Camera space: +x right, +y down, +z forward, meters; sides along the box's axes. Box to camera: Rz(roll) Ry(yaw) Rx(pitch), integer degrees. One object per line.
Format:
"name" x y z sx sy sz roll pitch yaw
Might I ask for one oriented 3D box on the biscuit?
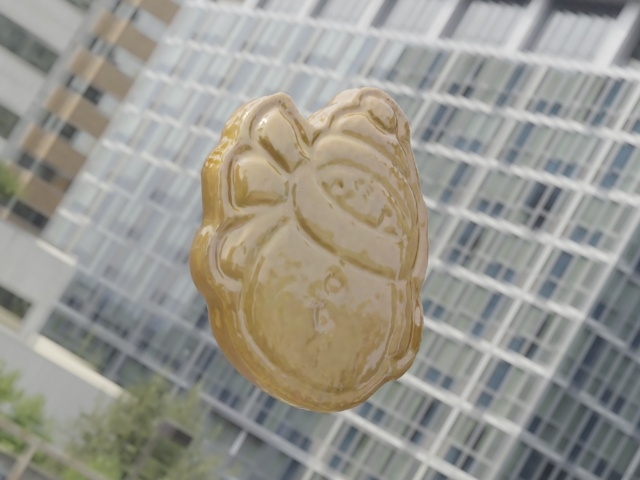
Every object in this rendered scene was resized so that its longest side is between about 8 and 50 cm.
"biscuit" 0.000 0.000 1.601 0.312 0.351 0.057 15 -12 -43
